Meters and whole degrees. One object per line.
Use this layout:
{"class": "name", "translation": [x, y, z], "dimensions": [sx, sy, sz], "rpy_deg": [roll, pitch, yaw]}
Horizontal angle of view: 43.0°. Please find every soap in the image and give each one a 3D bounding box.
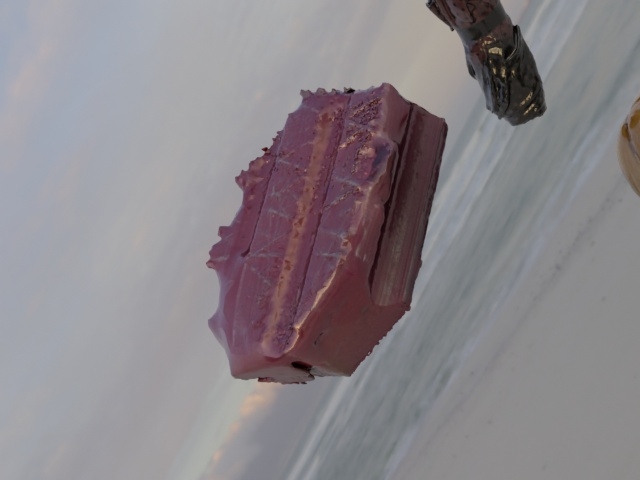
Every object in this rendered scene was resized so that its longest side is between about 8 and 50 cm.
{"class": "soap", "translation": [0.000, 0.000, 0.865], "dimensions": [0.220, 0.127, 0.325], "rpy_deg": [-2, 64, 43]}

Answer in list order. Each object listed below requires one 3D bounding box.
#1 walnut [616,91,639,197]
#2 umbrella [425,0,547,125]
{"class": "walnut", "translation": [0.441, -0.104, 0.878], "dimensions": [0.193, 0.225, 0.193], "rpy_deg": [13, -90, -75]}
{"class": "umbrella", "translation": [0.174, -0.275, 0.947], "dimensions": [0.090, 0.326, 0.094], "rpy_deg": [-43, 25, -17]}
